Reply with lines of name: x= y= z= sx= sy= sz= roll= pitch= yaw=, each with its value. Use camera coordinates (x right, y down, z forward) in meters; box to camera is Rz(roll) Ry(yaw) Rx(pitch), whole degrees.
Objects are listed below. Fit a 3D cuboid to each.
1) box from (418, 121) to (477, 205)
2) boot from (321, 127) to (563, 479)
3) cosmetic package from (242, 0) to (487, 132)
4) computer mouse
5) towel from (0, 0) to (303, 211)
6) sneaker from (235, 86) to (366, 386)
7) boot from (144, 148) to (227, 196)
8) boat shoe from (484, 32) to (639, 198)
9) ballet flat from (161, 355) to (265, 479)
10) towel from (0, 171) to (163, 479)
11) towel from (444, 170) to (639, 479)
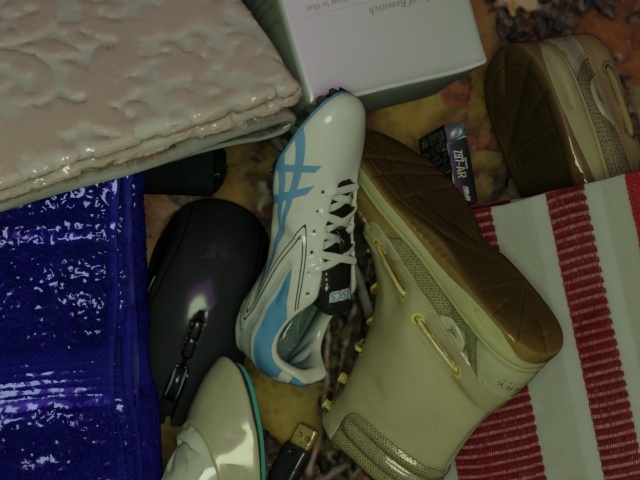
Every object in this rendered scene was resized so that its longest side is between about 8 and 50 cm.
box: x=0.104 y=-0.058 z=1.453 sx=0.018 sy=0.083 sz=0.067 roll=-8 pitch=85 yaw=-12
boot: x=0.055 y=0.057 z=1.403 sx=0.095 sy=0.203 sz=0.262 roll=-7 pitch=50 yaw=-46
cosmetic package: x=0.021 y=-0.197 z=1.416 sx=0.151 sy=0.151 sz=0.184 roll=-16 pitch=89 yaw=-12
computer mouse: x=-0.075 y=0.106 z=1.415 sx=0.184 sy=0.060 sz=0.262 roll=24 pitch=81 yaw=-7
towel: x=-0.224 y=-0.152 z=1.311 sx=0.331 sy=0.053 sz=0.317 roll=-19 pitch=53 yaw=-25
sneaker: x=0.000 y=0.000 z=1.338 sx=0.086 sy=0.085 sz=0.237 roll=29 pitch=117 yaw=31
boot: x=-0.177 y=-0.045 z=1.392 sx=0.207 sy=0.094 sz=0.247 roll=2 pitch=81 yaw=-9
boat shoe: x=0.242 y=-0.008 z=1.456 sx=0.110 sy=0.121 sz=0.341 roll=-14 pitch=88 yaw=-33
ballet flat: x=-0.081 y=0.215 z=1.347 sx=0.086 sy=0.086 sz=0.248 roll=-8 pitch=95 yaw=-11
towel: x=-0.229 y=0.079 z=1.303 sx=0.227 sy=0.076 sz=0.308 roll=-6 pitch=101 yaw=-18
towel: x=0.204 y=0.075 z=1.380 sx=0.037 sy=0.329 sz=0.237 roll=-6 pitch=84 yaw=-56
